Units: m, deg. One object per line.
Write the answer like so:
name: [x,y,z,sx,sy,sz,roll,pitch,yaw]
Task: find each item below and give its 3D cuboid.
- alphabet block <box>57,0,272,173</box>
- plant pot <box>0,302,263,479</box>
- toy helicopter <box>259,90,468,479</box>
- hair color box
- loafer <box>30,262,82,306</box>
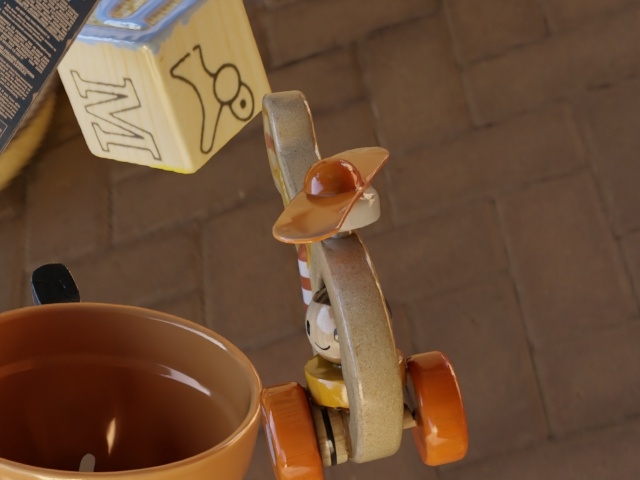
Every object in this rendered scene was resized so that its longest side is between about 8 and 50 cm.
alphabet block: [-0.206,-0.226,2.092,0.193,0.197,0.192,14,44,37]
plant pot: [-0.204,0.208,1.416,0.291,0.203,0.291,6,25,-3]
toy helicopter: [0.000,0.000,1.212,0.140,0.235,0.355,-12,45,-6]
hair color box: [-0.383,-0.177,1.780,0.174,0.105,0.347,-19,36,45]
loafer: [-0.279,0.110,1.808,0.062,0.061,0.170,-12,68,-16]
